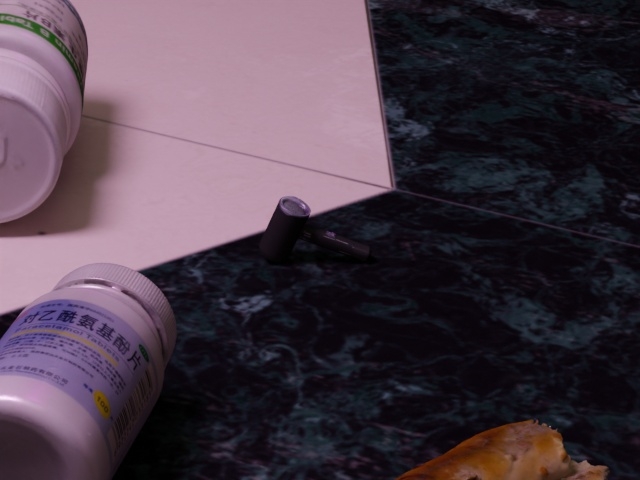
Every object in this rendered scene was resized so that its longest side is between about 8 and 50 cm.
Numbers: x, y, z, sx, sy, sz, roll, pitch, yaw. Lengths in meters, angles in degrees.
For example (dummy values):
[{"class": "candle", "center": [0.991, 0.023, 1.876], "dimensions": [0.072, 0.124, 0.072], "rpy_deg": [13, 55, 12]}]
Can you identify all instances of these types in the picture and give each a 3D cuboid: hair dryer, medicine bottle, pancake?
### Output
[{"class": "hair dryer", "center": [0.000, 0.000, 1.453], "dimensions": [0.083, 0.047, 0.026], "rpy_deg": [17, 33, -15]}, {"class": "medicine bottle", "center": [-0.256, -0.115, 1.538], "dimensions": [0.139, 0.139, 0.237], "rpy_deg": [1, 26, -4]}, {"class": "medicine bottle", "center": [-0.155, 0.093, 1.181], "dimensions": [0.102, 0.103, 0.187], "rpy_deg": [8, 28, 11]}, {"class": "pancake", "center": [0.118, 0.171, 1.061], "dimensions": [0.266, 0.057, 0.244], "rpy_deg": [-24, 24, -40]}]
